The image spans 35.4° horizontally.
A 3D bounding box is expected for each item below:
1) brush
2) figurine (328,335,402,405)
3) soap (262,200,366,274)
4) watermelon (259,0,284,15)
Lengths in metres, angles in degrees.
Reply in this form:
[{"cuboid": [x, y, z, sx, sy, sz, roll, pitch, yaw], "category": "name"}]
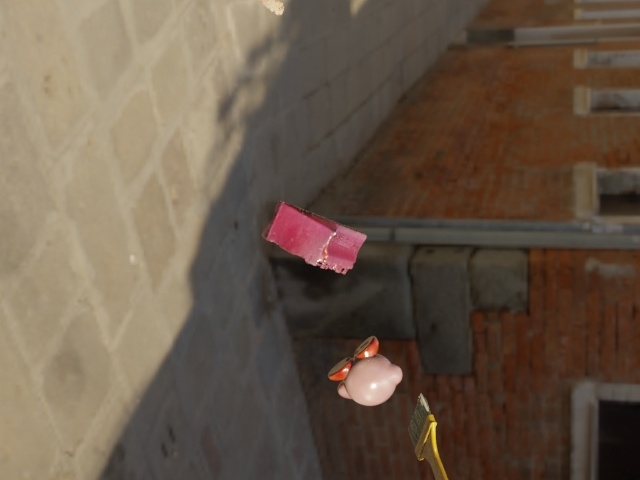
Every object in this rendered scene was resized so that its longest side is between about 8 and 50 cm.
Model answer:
[{"cuboid": [0.204, 0.401, 1.756, 0.272, 0.013, 0.103, -108, -156, -49], "category": "brush"}, {"cuboid": [0.059, 0.175, 1.268, 0.071, 0.083, 0.067, 51, 16, -10], "category": "figurine"}, {"cuboid": [0.000, 0.000, 2.088, 0.250, 0.162, 0.099, 19, 92, -67], "category": "soap"}, {"cuboid": [-0.107, -0.523, 2.047, 0.155, 0.101, 0.080, 14, 50, -48], "category": "watermelon"}]
